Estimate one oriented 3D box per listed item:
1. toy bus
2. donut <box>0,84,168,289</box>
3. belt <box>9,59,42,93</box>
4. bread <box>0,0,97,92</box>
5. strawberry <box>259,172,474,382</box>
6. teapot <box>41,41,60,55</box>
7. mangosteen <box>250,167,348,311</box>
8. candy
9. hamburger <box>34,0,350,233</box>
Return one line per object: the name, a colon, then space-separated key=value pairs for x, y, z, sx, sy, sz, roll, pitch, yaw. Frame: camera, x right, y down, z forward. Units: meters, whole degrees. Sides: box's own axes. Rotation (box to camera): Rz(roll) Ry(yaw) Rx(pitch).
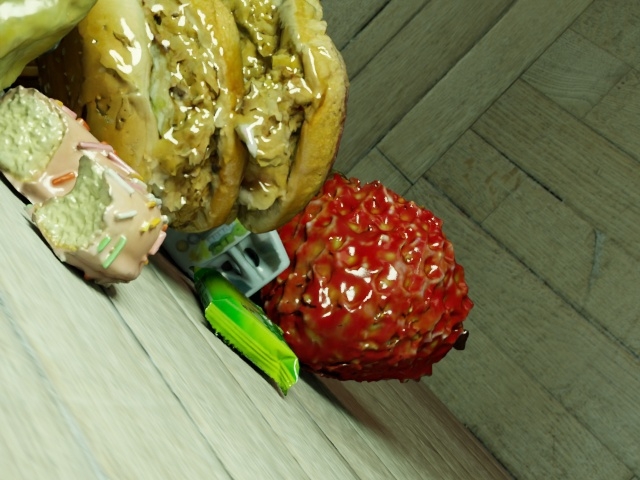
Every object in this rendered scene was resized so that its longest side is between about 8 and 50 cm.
toy bus: x=-0.117 y=-0.036 z=1.701 sx=0.136 sy=0.109 sz=0.329 roll=56 pitch=-1 yaw=-17
donut: x=-0.149 y=-0.029 z=1.111 sx=0.166 sy=0.065 sz=0.117 roll=47 pitch=3 yaw=37
belt: x=-0.188 y=-0.206 z=1.629 sx=0.339 sy=0.217 sz=0.122 roll=6 pitch=-29 yaw=46
bread: x=-0.217 y=-0.224 z=1.061 sx=0.238 sy=0.252 sz=0.196 roll=48 pitch=4 yaw=31
strawberry: x=0.028 y=0.072 z=1.684 sx=0.234 sy=0.234 sz=0.178 roll=44 pitch=28 yaw=-5
teapot: x=-0.249 y=-0.170 z=1.264 sx=0.130 sy=0.119 sz=0.166 roll=47 pitch=-1 yaw=0
mangosteen: x=-0.010 y=0.004 z=1.917 sx=0.172 sy=0.184 sz=0.172 roll=27 pitch=16 yaw=-8
candy: x=-0.063 y=0.067 z=1.451 sx=0.102 sy=0.032 sz=0.178 roll=44 pitch=1 yaw=-12
hamburger: x=-0.114 y=-0.127 z=1.383 sx=0.245 sy=0.211 sz=0.260 roll=162 pitch=-80 yaw=-65
